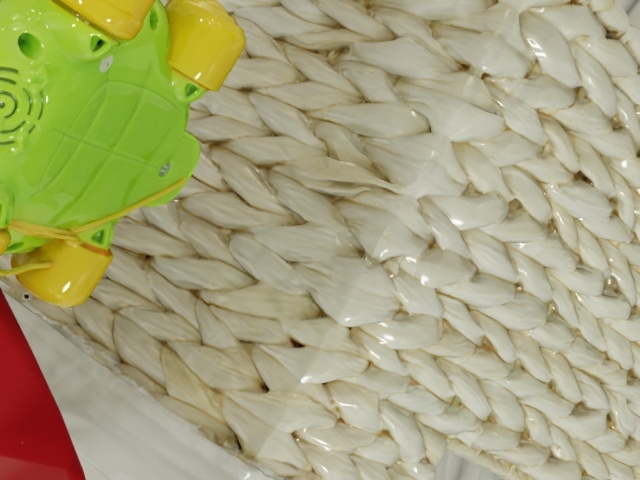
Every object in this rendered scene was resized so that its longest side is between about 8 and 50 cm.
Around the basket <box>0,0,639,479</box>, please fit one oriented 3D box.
[{"bbox_3d":[0.000,0.000,0.687,0.328,0.331,0.266,33,85,-49],"label":"basket"}]

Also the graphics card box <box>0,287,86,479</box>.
[{"bbox_3d":[-0.262,0.130,0.330,0.370,0.233,0.094,-27,90,16],"label":"graphics card box"}]

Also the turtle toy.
[{"bbox_3d":[-0.071,-0.036,0.368,0.095,0.066,0.130,-57,159,5],"label":"turtle toy"}]
